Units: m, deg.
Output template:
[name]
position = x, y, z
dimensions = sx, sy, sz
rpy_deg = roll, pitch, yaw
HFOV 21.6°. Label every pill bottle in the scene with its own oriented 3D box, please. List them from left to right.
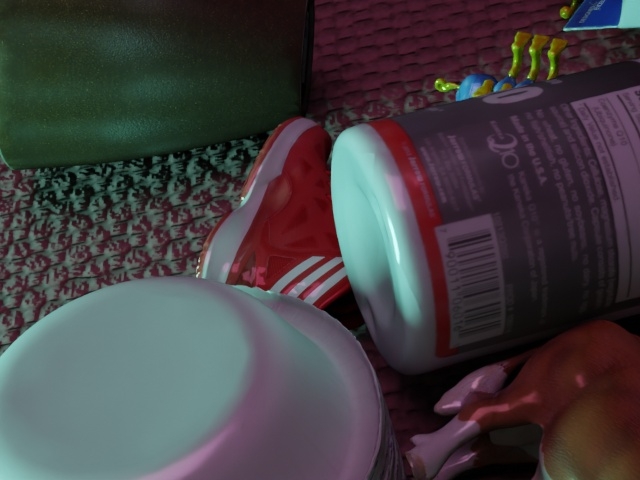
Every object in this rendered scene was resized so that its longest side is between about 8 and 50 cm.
[pill bottle]
position = 0.162, -0.025, 1.065
dimensions = 0.283, 0.161, 0.161
rpy_deg = -14, 39, -12

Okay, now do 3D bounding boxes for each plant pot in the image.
[plant pot]
position = -0.123, -0.156, 1.323
dimensions = 0.230, 0.215, 0.215
rpy_deg = 4, 42, 4

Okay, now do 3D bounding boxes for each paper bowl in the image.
[paper bowl]
position = -0.097, 0.133, 1.006
dimensions = 0.284, 0.148, 0.284
rpy_deg = -10, 39, 9

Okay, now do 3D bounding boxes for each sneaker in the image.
[sneaker]
position = 0.000, 0.000, 1.198
dimensions = 0.128, 0.087, 0.221
rpy_deg = 20, 42, 8

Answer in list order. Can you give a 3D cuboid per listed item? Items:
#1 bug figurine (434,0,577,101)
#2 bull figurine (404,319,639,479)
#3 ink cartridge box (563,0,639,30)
[bug figurine]
position = 0.228, -0.146, 1.265
dimensions = 0.216, 0.072, 0.279
rpy_deg = 17, 46, 26
[bull figurine]
position = 0.160, 0.154, 0.913
dimensions = 0.188, 0.101, 0.310
rpy_deg = -20, 29, -1
[ink cartridge box]
position = 0.339, -0.215, 1.162
dimensions = 0.332, 0.065, 0.165
rpy_deg = 2, 39, 35
